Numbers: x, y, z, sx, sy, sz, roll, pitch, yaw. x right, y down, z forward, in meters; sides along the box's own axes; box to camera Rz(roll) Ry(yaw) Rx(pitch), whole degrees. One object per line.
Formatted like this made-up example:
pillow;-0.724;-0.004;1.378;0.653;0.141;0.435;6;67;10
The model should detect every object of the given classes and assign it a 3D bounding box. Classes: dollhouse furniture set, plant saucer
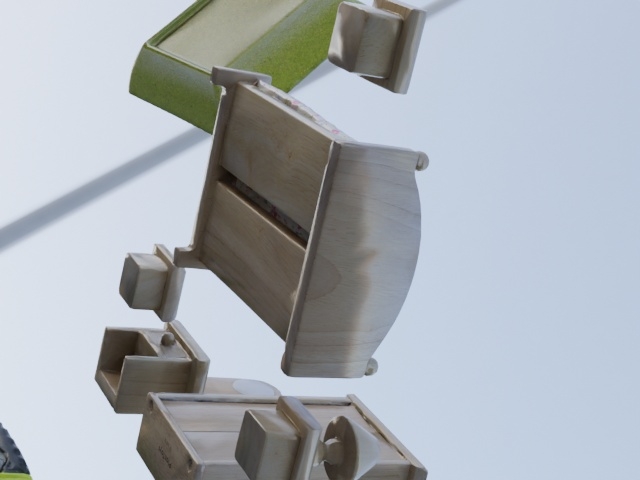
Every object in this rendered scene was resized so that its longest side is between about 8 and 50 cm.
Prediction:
dollhouse furniture set;0.000;0.000;0.908;0.303;0.173;0.356;39;-61;57
plant saucer;-0.075;-0.188;1.243;0.188;0.188;0.045;29;-24;48

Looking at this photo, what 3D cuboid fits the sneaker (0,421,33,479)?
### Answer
sneaker;-0.334;0.169;0.978;0.384;0.145;0.147;39;-56;31
